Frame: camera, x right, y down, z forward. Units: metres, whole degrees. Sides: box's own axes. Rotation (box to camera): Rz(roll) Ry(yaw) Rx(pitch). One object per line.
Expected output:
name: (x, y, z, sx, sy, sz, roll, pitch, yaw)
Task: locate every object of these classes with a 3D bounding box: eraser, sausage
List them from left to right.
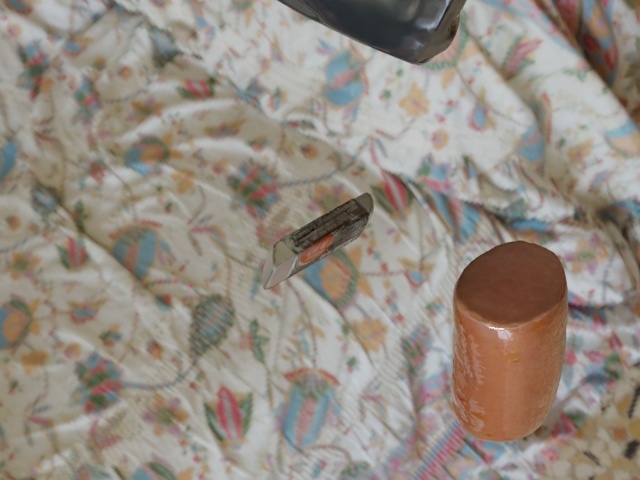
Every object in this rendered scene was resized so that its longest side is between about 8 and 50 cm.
eraser: (0.000, 0.000, 0.722, 0.019, 0.027, 0.099, 44, 46, 19)
sausage: (0.183, 0.112, 1.180, 0.113, 0.259, 0.114, -3, 53, 4)

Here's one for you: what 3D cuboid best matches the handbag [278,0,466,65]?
handbag: (0.032, -0.250, 0.444, 0.275, 0.302, 0.178, 35, 41, 6)
